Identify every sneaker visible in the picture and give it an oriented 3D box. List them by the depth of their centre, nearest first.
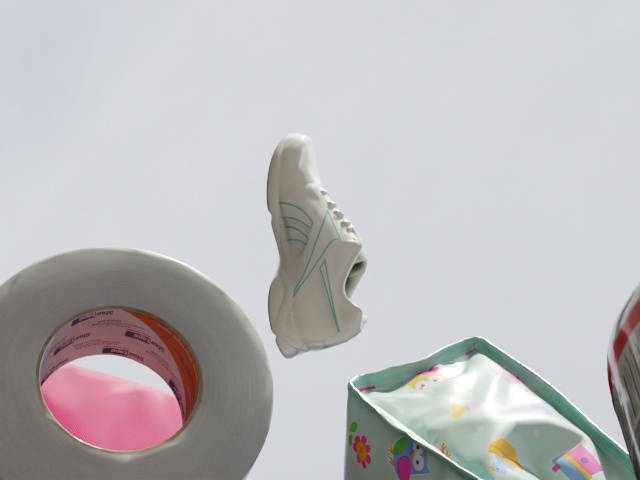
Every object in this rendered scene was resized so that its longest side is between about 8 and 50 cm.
[{"bbox_3d":[0.000,0.000,0.853,0.061,0.053,0.152,-11,-116,14],"label":"sneaker"}]

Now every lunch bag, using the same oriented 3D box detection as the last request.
[{"bbox_3d":[0.134,0.228,0.955,0.262,0.160,0.223,35,-49,47],"label":"lunch bag"}]

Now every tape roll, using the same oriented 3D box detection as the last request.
[{"bbox_3d":[-0.147,0.114,0.961,0.072,0.219,0.219,116,-35,-54],"label":"tape roll"}]

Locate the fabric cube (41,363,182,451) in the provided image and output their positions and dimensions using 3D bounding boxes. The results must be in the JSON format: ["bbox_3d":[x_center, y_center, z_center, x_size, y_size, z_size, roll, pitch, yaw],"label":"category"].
[{"bbox_3d":[-0.227,0.276,1.134,0.258,0.259,0.254,16,-58,9],"label":"fabric cube"}]

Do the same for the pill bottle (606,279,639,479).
[{"bbox_3d":[0.209,0.127,0.479,0.161,0.161,0.283,-47,-151,30],"label":"pill bottle"}]
